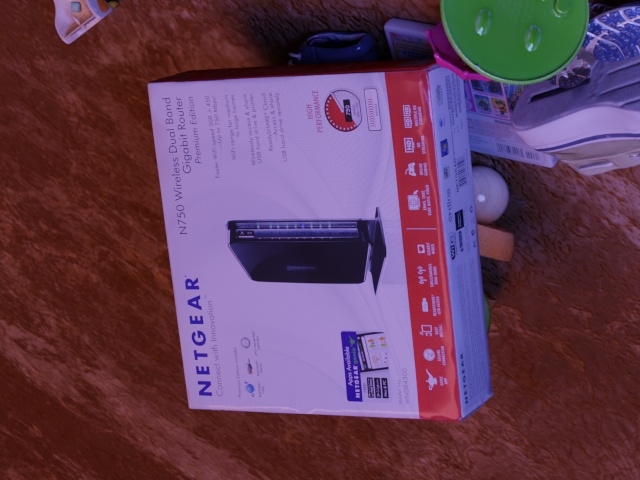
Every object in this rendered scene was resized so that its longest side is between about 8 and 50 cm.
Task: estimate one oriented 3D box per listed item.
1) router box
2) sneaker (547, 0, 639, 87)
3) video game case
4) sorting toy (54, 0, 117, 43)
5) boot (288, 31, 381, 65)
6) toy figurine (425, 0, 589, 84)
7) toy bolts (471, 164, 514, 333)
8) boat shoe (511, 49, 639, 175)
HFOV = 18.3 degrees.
[{"bbox_3d":[0.000,0.000,1.913,0.301,0.082,0.335,-1,103,28],"label":"router box"},{"bbox_3d":[0.239,-0.183,1.701,0.052,0.058,0.135,37,145,-23],"label":"sneaker"},{"bbox_3d":[0.143,-0.140,1.886,0.157,0.019,0.143,15,141,33],"label":"video game case"},{"bbox_3d":[-0.260,-0.260,2.108,0.075,0.045,0.083,52,146,-9],"label":"sorting toy"},{"bbox_3d":[-0.013,-0.164,1.974,0.190,0.069,0.086,-2,124,34],"label":"boot"},{"bbox_3d":[0.148,-0.205,1.718,0.130,0.173,0.159,15,170,-12],"label":"toy figurine"},{"bbox_3d":[0.094,-0.016,2.030,0.228,0.158,0.218,18,-176,12],"label":"toy bolts"},{"bbox_3d":[0.290,-0.122,1.712,0.094,0.109,0.302,33,160,-26],"label":"boat shoe"}]
